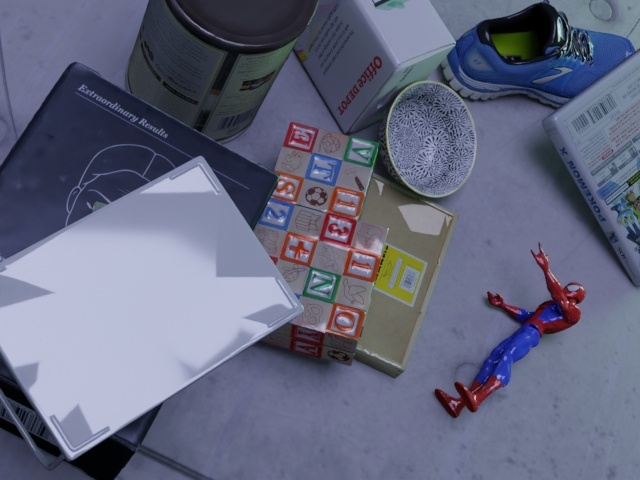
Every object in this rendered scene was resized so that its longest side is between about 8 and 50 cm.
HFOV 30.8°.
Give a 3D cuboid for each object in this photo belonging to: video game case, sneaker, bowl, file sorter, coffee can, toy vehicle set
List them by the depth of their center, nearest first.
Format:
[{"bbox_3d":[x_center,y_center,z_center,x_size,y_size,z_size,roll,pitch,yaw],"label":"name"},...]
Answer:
[{"bbox_3d":[-0.202,0.080,1.194,0.278,0.173,0.193,-31,85,-27],"label":"file sorter"},{"bbox_3d":[-0.141,-0.274,1.556,0.202,0.275,0.201,8,65,-17],"label":"coffee can"},{"bbox_3d":[0.080,0.041,1.634,0.166,0.035,0.266,27,61,-7],"label":"toy vehicle set"},{"bbox_3d":[0.139,-0.143,1.697,0.170,0.080,0.170,3,86,-36],"label":"bowl"},{"bbox_3d":[0.362,-0.291,1.815,0.330,0.147,0.129,-5,70,-23],"label":"sneaker"},{"bbox_3d":[0.529,-0.138,1.830,0.329,0.036,0.300,-36,98,-29],"label":"video game case"}]

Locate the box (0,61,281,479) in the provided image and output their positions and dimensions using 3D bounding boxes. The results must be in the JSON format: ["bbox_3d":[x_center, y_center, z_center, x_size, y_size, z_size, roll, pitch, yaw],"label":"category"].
[{"bbox_3d":[-0.277,0.041,1.408,0.294,0.212,0.395,29,62,-6],"label":"box"}]

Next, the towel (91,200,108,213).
[{"bbox_3d":[-0.237,-0.001,1.314,0.060,0.009,0.083,17,64,-12],"label":"towel"}]

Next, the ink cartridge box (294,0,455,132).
[{"bbox_3d":[0.046,-0.328,1.687,0.117,0.201,0.278,-24,78,-29],"label":"ink cartridge box"}]

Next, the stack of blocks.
[{"bbox_3d":[0.000,0.000,1.556,0.171,0.087,0.297,15,61,3],"label":"stack of blocks"}]

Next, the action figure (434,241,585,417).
[{"bbox_3d":[0.262,0.113,1.635,0.280,0.091,0.139,-33,90,-28],"label":"action figure"}]
